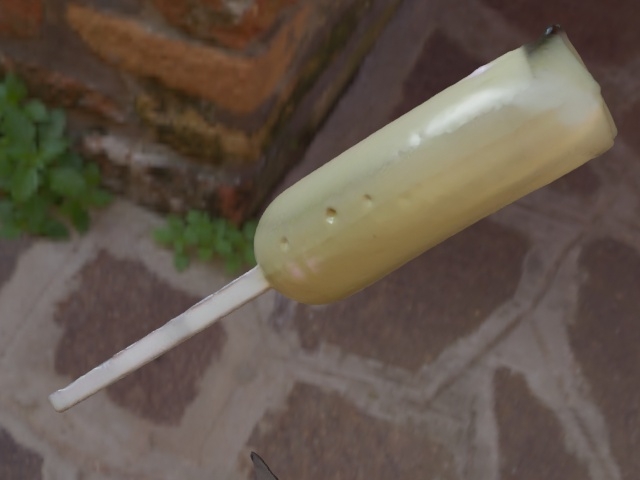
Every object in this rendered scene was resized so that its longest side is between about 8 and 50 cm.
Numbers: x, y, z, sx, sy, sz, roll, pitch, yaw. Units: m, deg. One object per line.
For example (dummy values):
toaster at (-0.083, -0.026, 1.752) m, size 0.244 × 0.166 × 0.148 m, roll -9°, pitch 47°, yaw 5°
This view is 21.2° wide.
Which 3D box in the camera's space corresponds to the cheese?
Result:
cheese at (0.000, 0.000, 0.674) m, size 0.255 × 0.127 × 0.050 m, roll -31°, pitch 90°, yaw 15°

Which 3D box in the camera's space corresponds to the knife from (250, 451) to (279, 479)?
knife at (-0.029, 0.166, 1.061) m, size 0.019 × 0.245 × 0.072 m, roll -15°, pitch 91°, yaw -9°
